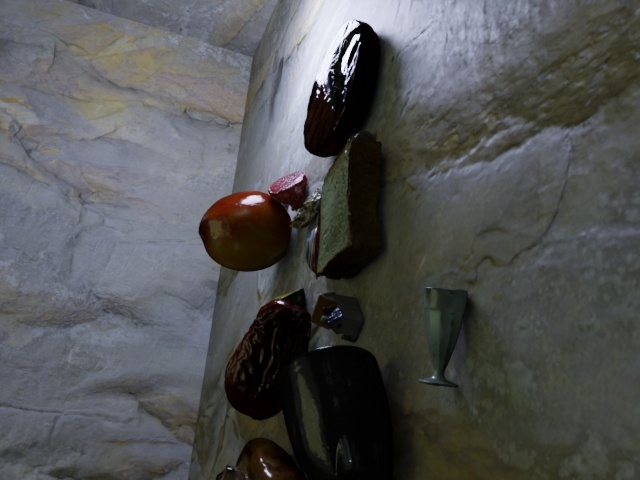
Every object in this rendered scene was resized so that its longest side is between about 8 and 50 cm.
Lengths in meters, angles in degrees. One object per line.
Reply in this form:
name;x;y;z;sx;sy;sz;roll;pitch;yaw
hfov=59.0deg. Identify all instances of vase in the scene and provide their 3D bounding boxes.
vase;0.103;-0.262;1.494;0.100;0.053;0.053;-150;73;-75

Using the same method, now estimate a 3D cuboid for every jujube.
jujube;-0.145;0.327;1.605;0.342;0.216;0.216;-67;20;9

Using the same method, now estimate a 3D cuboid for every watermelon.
watermelon;-0.088;0.174;1.745;0.181;0.092;0.075;145;148;-76

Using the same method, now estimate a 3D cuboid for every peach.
peach;-0.270;-0.033;2.032;0.308;0.332;0.308;178;90;-78

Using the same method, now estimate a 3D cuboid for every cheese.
cheese;0.000;0.000;1.591;0.155;0.062;0.244;82;-167;-50

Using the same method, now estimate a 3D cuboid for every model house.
model house;0.036;0.185;1.335;0.101;0.100;0.088;-111;37;-58

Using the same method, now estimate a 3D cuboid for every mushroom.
mushroom;-0.172;0.655;1.408;0.345;0.259;0.346;-167;90;-72

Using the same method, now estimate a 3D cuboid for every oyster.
oyster;-0.042;-0.095;1.829;0.166;0.053;0.108;-61;34;25

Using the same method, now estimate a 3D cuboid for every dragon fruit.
dragon fruit;-0.102;-0.164;1.991;0.153;0.153;0.111;-123;10;-65

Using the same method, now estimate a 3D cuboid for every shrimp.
shrimp;0.063;-0.466;1.480;0.198;0.051;0.262;125;156;-43

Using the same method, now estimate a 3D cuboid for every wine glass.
wine glass;0.198;0.156;0.919;0.073;0.073;0.155;163;113;-70

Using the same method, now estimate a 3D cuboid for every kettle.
kettle;0.049;0.390;1.076;0.268;0.207;0.290;78;176;-49

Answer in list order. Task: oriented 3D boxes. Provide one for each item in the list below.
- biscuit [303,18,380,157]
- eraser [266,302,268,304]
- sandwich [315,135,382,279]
biscuit;0.063;-0.440;1.671;0.407;0.091;0.408;-165;90;-72
eraser;-0.156;0.359;1.801;0.189;0.104;0.290;-139;62;-65
sandwich;0.067;-0.062;1.406;0.271;0.099;0.301;126;149;-64
